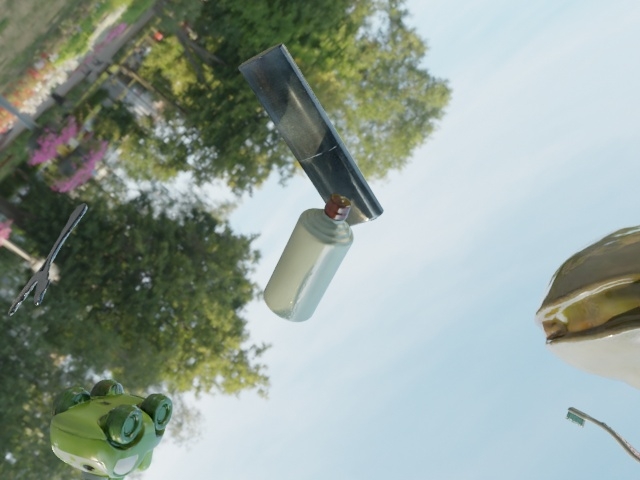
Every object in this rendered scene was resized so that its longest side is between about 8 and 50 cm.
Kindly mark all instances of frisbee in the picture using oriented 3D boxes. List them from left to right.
[{"bbox_3d":[-0.408,0.051,0.999,0.211,0.012,0.187,-52,-154,8],"label":"frisbee"}]

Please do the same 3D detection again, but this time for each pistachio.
[{"bbox_3d":[0.553,0.114,1.129,0.365,0.445,0.281,-23,-112,30],"label":"pistachio"}]

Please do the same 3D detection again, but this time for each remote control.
[{"bbox_3d":[-0.012,-0.186,1.278,0.107,0.377,0.044,-14,-150,39],"label":"remote control"}]

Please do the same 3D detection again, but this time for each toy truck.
[{"bbox_3d":[-0.335,0.327,1.085,0.148,0.211,0.187,9,-163,20],"label":"toy truck"}]

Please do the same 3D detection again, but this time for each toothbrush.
[{"bbox_3d":[0.383,0.256,0.795,0.204,0.017,0.022,30,-67,36],"label":"toothbrush"}]

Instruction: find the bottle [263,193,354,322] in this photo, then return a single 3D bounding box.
[{"bbox_3d":[-0.013,0.025,1.188,0.104,0.104,0.245,-85,-160,-58],"label":"bottle"}]
